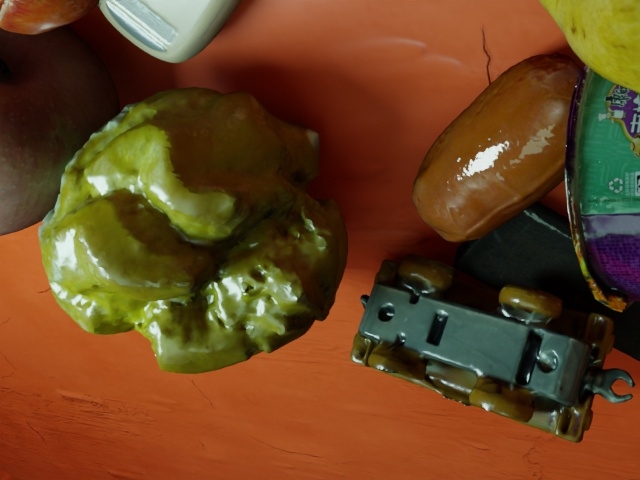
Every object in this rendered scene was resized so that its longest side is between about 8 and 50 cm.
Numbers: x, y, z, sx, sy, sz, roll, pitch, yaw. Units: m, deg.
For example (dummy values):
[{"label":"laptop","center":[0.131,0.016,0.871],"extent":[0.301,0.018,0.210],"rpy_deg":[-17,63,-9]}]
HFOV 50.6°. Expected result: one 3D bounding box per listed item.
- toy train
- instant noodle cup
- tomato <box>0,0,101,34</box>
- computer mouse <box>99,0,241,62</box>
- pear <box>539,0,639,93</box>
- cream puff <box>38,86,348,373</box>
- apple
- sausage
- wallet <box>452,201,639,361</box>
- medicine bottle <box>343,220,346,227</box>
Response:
[{"label":"toy train","center":[0.226,0.145,0.904],"extent":[0.369,0.163,0.232],"rpy_deg":[15,169,32]},{"label":"instant noodle cup","center":[0.339,-0.059,0.544],"extent":[0.190,0.251,0.251],"rpy_deg":[2,138,42]},{"label":"tomato","center":[-0.252,-0.310,0.649],"extent":[0.095,0.236,0.237],"rpy_deg":[2,153,-32]},{"label":"computer mouse","center":[-0.144,-0.286,0.695],"extent":[0.145,0.082,0.236],"rpy_deg":[35,142,-13]},{"label":"pear","center":[0.258,-0.235,0.377],"extent":[0.315,0.314,0.314],"rpy_deg":[14,140,12]},{"label":"cream puff","center":[-0.121,0.010,0.815],"extent":[0.275,0.378,0.378],"rpy_deg":[46,155,36]},{"label":"apple","center":[-0.401,-0.148,0.811],"extent":[0.306,0.305,0.235],"rpy_deg":[36,142,-14]},{"label":"sausage","center":[0.189,-0.088,0.715],"extent":[0.133,0.133,0.258],"rpy_deg":[33,141,-10]},{"label":"wallet","center":[0.344,0.056,0.863],"extent":[0.321,0.044,0.170],"rpy_deg":[27,145,-3]},{"label":"medicine bottle","center":[0.000,0.000,0.969],"extent":[0.052,0.052,0.089],"rpy_deg":[29,141,-5]}]
